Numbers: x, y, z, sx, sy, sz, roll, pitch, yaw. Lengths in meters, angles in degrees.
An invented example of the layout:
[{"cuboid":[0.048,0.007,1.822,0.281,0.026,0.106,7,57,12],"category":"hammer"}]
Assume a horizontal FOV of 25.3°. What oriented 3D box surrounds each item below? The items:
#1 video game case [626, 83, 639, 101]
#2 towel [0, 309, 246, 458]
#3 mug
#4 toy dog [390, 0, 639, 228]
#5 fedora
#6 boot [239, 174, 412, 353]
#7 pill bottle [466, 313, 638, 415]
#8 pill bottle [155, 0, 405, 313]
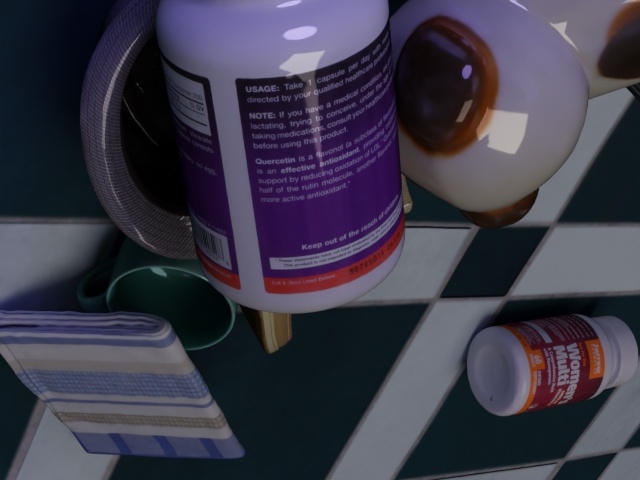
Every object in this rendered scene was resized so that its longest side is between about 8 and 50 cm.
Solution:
[{"cuboid":[0.352,-0.236,1.397,0.196,0.274,0.026,-35,144,0],"category":"video game case"},{"cuboid":[-0.211,0.156,1.514,0.209,0.034,0.285,0,146,17],"category":"towel"},{"cuboid":[-0.156,0.030,1.445,0.158,0.097,0.129,19,136,-9],"category":"mug"},{"cuboid":[0.221,-0.197,1.265,0.408,0.395,0.284,-42,154,-3],"category":"toy dog"},{"cuboid":[-0.115,-0.132,1.278,0.244,0.124,0.275,-25,130,-17],"category":"fedora"},{"cuboid":[0.000,0.000,1.546,0.203,0.095,0.262,-23,138,-17],"category":"boot"},{"cuboid":[0.318,0.164,1.939,0.221,0.121,0.121,-6,135,-32],"category":"pill bottle"},{"cuboid":[-0.030,-0.111,1.138,0.181,0.181,0.323,-20,129,-18],"category":"pill bottle"}]
